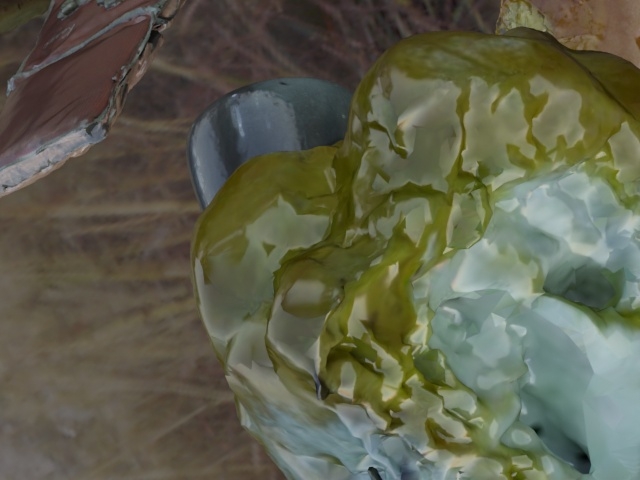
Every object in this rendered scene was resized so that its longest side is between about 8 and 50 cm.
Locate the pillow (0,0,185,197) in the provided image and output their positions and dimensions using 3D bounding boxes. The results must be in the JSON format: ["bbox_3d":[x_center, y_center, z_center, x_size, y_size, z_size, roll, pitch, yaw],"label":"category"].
[{"bbox_3d":[-0.138,-0.107,0.778,0.126,0.232,0.043,-26,120,30],"label":"pillow"}]

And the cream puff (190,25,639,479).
[{"bbox_3d":[0.098,0.049,0.702,0.323,0.270,0.274,48,155,-10],"label":"cream puff"}]

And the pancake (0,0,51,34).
[{"bbox_3d":[-0.298,-0.207,0.909,0.250,0.250,0.031,37,128,23],"label":"pancake"}]

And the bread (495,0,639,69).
[{"bbox_3d":[0.270,-0.220,1.321,0.179,0.133,0.250,8,96,26],"label":"bread"}]

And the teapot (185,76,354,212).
[{"bbox_3d":[-0.024,0.002,1.528,0.305,0.223,0.285,77,-177,-63],"label":"teapot"}]
